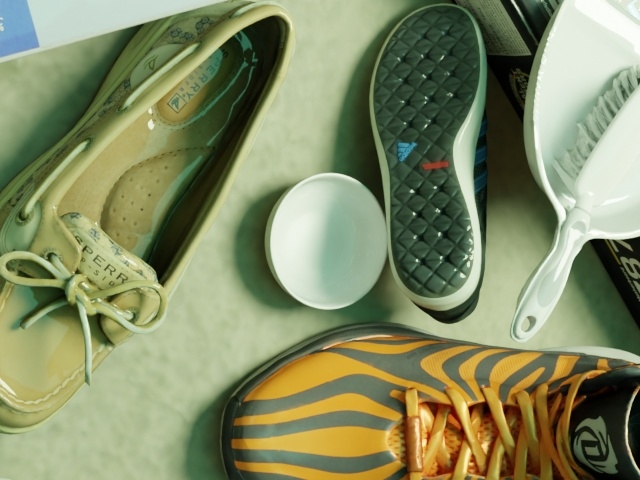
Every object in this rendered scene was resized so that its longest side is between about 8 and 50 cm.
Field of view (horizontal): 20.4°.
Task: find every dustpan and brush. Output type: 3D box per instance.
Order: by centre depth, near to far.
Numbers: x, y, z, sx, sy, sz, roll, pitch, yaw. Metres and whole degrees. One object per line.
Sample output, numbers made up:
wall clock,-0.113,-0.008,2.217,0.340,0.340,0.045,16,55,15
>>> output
dustpan and brush,0.163,-0.034,1.071,0.147,0.060,0.211,33,88,-19

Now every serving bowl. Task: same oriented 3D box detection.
serving bowl,0.000,0.000,1.091,0.083,0.027,0.083,-1,93,-28

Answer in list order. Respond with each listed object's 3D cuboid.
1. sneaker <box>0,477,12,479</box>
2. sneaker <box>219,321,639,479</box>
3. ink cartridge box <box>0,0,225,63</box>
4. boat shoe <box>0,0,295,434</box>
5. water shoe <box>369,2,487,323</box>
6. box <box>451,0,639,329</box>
sneaker,-0.090,0.197,0.999,0.252,0.111,0.103,10,87,-29
sneaker,0.110,0.107,1.053,0.321,0.180,0.125,-4,89,-19
ink cartridge box,-0.126,-0.138,0.928,0.311,0.186,0.065,-22,104,-26
boat shoe,-0.112,-0.021,0.993,0.104,0.089,0.285,34,76,-25
water shoe,0.070,-0.048,1.113,0.073,0.080,0.203,0,70,11
box,0.290,-0.128,1.193,0.318,0.097,0.395,-38,108,-14
